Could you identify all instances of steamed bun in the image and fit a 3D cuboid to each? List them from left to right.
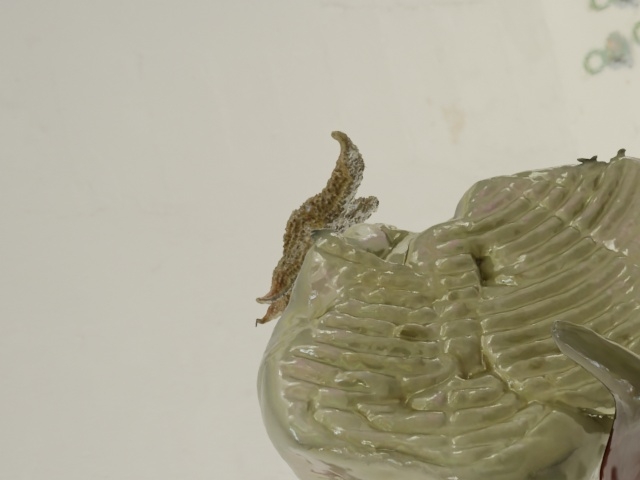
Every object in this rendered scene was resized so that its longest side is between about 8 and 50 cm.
[{"bbox_3d":[0.121,0.095,0.786,0.206,0.320,0.275,77,175,-46],"label":"steamed bun"}]

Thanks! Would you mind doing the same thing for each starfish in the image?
[{"bbox_3d":[-0.018,0.018,1.670,0.293,0.084,0.301,-61,-12,-10],"label":"starfish"}]

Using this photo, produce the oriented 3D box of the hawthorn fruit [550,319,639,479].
[{"bbox_3d":[0.175,0.103,0.361,0.251,0.199,0.199,33,-135,9],"label":"hawthorn fruit"}]
